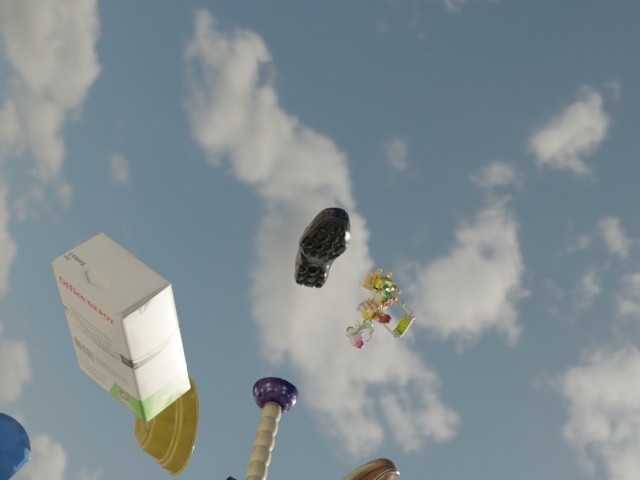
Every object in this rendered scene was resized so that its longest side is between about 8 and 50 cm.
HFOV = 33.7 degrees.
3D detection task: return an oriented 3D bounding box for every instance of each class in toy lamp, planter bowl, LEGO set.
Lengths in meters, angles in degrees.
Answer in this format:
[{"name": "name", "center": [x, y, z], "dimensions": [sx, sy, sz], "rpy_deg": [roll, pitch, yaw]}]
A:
[{"name": "toy lamp", "center": [-0.089, 0.318, 1.475], "dimensions": [0.275, 0.080, 0.080], "rpy_deg": [-80, -173, -46]}, {"name": "planter bowl", "center": [-0.344, 0.395, 2.279], "dimensions": [0.217, 0.090, 0.217], "rpy_deg": [-36, -132, 53]}, {"name": "LEGO set", "center": [0.146, 0.150, 2.348], "dimensions": [0.107, 0.132, 0.287], "rpy_deg": [46, -26, 19]}]

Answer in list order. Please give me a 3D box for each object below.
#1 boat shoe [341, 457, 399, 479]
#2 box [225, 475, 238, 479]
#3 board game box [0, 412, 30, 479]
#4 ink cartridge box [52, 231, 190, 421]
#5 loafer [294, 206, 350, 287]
[{"name": "boat shoe", "center": [0.065, 0.607, 2.254], "dimensions": [0.324, 0.123, 0.116], "rpy_deg": [-53, -130, 11]}, {"name": "box", "center": [-0.100, 0.517, 1.763], "dimensions": [0.153, 0.108, 0.207], "rpy_deg": [17, -38, 42]}, {"name": "board game box", "center": [-0.648, 0.413, 2.044], "dimensions": [0.133, 0.169, 0.033], "rpy_deg": [52, -18, -22]}, {"name": "ink cartridge box", "center": [-0.344, 0.151, 1.836], "dimensions": [0.198, 0.114, 0.273], "rpy_deg": [32, -38, 32]}, {"name": "loafer", "center": [0.000, 0.000, 1.689], "dimensions": [0.223, 0.076, 0.078], "rpy_deg": [114, -16, -60]}]
